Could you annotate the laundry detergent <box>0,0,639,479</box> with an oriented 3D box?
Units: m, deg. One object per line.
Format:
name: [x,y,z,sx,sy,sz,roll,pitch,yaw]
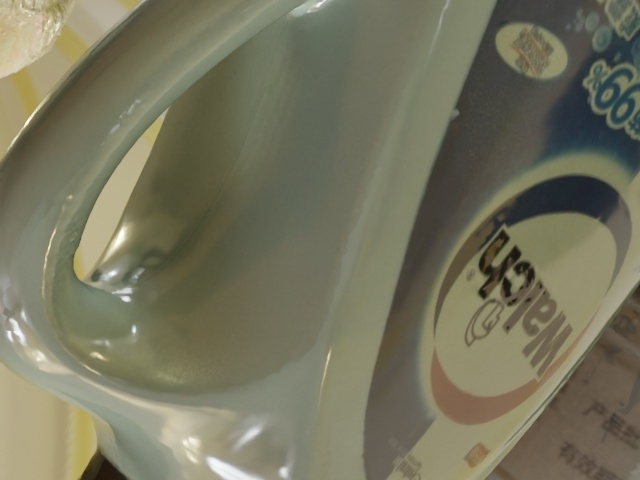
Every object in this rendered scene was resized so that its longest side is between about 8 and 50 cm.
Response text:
laundry detergent: [0.000,0.000,0.475,0.280,0.215,0.105,-48,-131,-6]

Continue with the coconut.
coconut: [-0.294,-0.232,1.400,0.194,0.194,0.194,-15,-121,25]

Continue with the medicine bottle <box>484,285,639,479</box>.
medicine bottle: [0.239,0.085,1.082,0.245,0.245,0.306,40,-80,39]
